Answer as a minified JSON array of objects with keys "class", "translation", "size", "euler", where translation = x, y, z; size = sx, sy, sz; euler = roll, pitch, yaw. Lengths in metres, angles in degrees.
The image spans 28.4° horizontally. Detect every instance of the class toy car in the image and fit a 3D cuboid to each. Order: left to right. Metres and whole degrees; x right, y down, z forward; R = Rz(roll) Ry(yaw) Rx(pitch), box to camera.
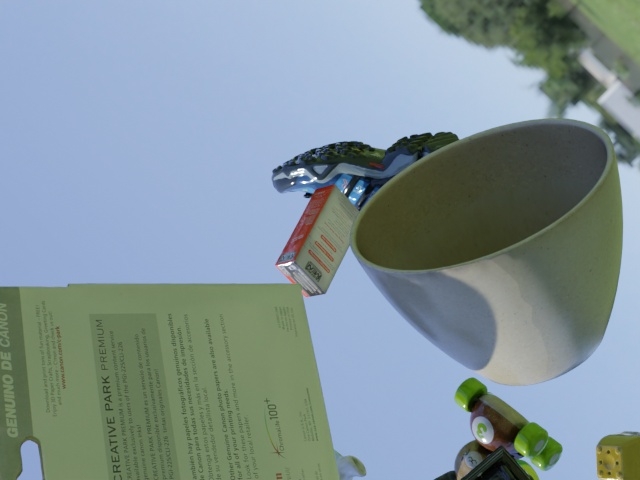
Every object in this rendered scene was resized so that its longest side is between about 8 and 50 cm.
[{"class":"toy car","translation":[0.249,0.338,1.954],"size":[0.155,0.188,0.149],"euler":[36,176,36]}]

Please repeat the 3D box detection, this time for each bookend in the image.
[{"class":"bookend","translation":[0.239,0.393,1.773],"size":[0.072,0.156,0.157],"euler":[48,-177,-21]}]

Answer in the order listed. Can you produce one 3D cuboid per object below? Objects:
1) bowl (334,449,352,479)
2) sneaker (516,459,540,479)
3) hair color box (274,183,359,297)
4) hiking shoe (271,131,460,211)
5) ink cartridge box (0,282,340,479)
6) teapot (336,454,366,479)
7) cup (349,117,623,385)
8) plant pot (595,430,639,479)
[{"class":"bowl","translation":[-0.105,0.394,1.932],"size":[0.289,0.156,0.289],"euler":[12,-170,-2]},{"class":"sneaker","translation":[0.308,0.430,2.176],"size":[0.295,0.109,0.124],"euler":[87,167,-63]},{"class":"hair color box","translation":[0.000,0.000,1.718],"size":[0.072,0.043,0.141],"euler":[48,-129,-27]},{"class":"hiking shoe","translation":[0.064,-0.072,1.812],"size":[0.113,0.304,0.132],"euler":[-32,-65,-55]},{"class":"ink cartridge box","translation":[-0.131,0.194,0.970],"size":[0.271,0.130,0.310],"euler":[2,-118,-27]},{"class":"teapot","translation":[-0.100,0.302,1.608],"size":[0.256,0.187,0.252],"euler":[22,169,-6]},{"class":"cup","translation":[0.230,0.036,1.549],"size":[0.331,0.331,0.237],"euler":[-102,-12,-65]},{"class":"plant pot","translation":[0.440,0.316,1.813],"size":[0.083,0.081,0.081],"euler":[3,-98,-38]}]
